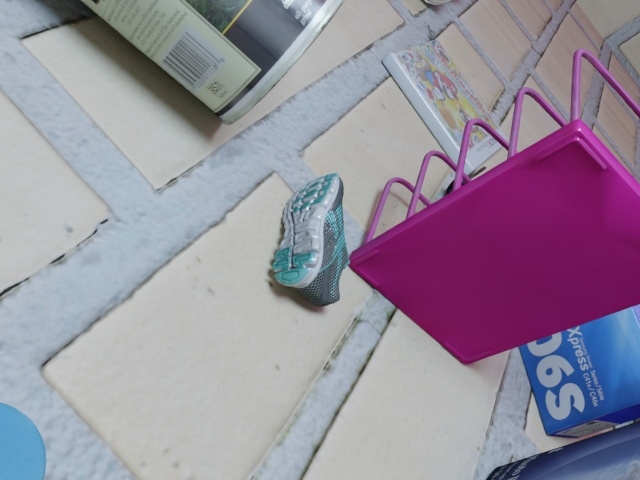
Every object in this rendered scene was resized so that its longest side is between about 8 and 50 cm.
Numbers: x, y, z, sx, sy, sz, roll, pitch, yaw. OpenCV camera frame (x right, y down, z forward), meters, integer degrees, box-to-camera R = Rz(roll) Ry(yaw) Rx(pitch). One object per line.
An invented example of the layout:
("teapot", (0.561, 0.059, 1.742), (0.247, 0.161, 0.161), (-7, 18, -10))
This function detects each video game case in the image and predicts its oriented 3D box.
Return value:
("video game case", (0.217, -0.230, 1.099), (0.227, 0.026, 0.206), (55, 37, 0))

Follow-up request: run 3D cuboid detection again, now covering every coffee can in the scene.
("coffee can", (-0.132, -0.274, 0.618), (0.275, 0.201, 0.201), (39, 40, -20))

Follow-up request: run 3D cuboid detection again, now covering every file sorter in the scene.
("file sorter", (0.216, -0.030, 0.715), (0.202, 0.291, 0.182), (40, 45, -18))

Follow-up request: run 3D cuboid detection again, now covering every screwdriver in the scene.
("screwdriver", (0.198, -0.085, 0.885), (0.024, 0.170, 0.025), (-3, 80, -2))

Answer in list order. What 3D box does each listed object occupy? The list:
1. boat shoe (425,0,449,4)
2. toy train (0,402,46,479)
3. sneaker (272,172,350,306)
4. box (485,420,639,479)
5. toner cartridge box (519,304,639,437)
("boat shoe", (0.228, -0.498, 1.265), (0.277, 0.098, 0.096), (-12, 72, -41))
("toy train", (-0.163, 0.199, 0.270), (0.105, 0.143, 0.248), (12, 54, -41))
("sneaker", (0.000, 0.000, 0.679), (0.076, 0.065, 0.166), (51, 38, -33))
("box", (0.244, 0.282, 0.519), (0.296, 0.294, 0.182), (-19, 77, -52))
("toner cartridge box", (0.339, 0.071, 0.888), (0.075, 0.165, 0.347), (18, 50, -38))
